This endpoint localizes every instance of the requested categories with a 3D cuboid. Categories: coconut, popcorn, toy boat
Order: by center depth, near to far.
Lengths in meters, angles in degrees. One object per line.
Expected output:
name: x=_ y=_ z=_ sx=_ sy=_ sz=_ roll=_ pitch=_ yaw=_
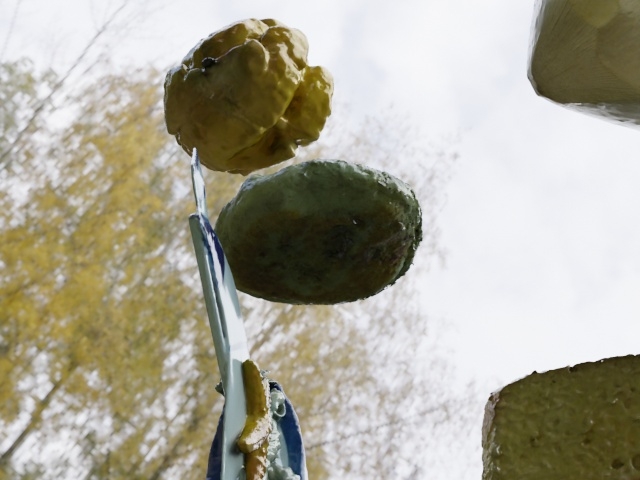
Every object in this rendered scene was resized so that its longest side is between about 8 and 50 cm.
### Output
toy boat: x=-0.057 y=0.085 z=0.599 sx=0.067 sy=0.220 sz=0.291 roll=-9 pitch=-61 yaw=5
popcorn: x=-0.068 y=-0.136 z=0.993 sx=0.167 sy=0.152 sz=0.149 roll=-5 pitch=-93 yaw=21
coconut: x=0.356 y=-0.242 z=1.183 sx=0.265 sy=0.237 sz=0.237 roll=-26 pitch=-61 yaw=5

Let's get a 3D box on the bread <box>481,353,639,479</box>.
bread: x=0.198 y=0.144 z=0.780 sx=0.187 sy=0.103 sz=0.065 roll=-13 pitch=-16 yaw=15

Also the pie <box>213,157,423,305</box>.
pie: x=0.000 y=0.000 z=0.884 sx=0.186 sy=0.041 sz=0.187 roll=-5 pitch=-39 yaw=-4
